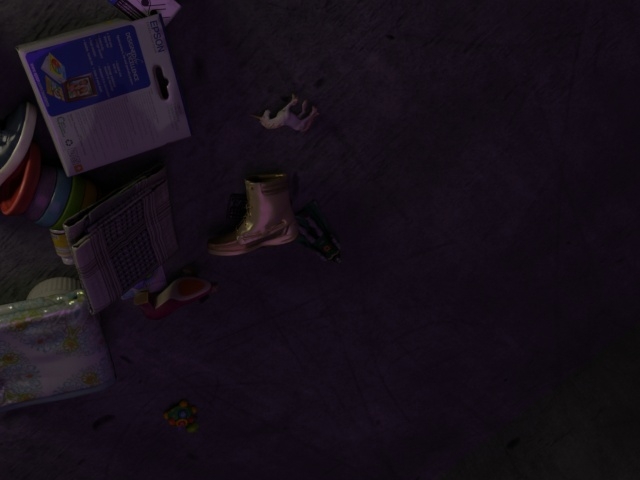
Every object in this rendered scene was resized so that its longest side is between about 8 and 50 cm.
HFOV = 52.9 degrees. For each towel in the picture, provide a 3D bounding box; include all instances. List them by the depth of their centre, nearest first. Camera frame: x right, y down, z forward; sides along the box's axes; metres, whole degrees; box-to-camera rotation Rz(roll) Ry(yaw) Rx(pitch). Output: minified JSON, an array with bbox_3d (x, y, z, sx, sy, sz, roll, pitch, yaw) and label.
[{"bbox_3d":[-0.482,0.000,1.621,0.312,0.056,0.324,-41,150,-35],"label":"towel"},{"bbox_3d":[-0.763,0.302,1.706,0.375,0.090,0.320,-12,128,-12],"label":"towel"}]

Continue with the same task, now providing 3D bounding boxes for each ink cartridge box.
[{"bbox_3d":[-0.414,-0.545,1.396,0.097,0.046,0.207,-46,126,13],"label":"ink cartridge box"},{"bbox_3d":[-0.474,-0.330,1.452,0.307,0.072,0.303,-24,128,-21],"label":"ink cartridge box"}]

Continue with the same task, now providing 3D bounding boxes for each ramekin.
[{"bbox_3d":[-0.714,0.196,1.773,0.207,0.109,0.207,-10,127,-13],"label":"ramekin"}]

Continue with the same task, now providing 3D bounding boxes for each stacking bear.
[{"bbox_3d":[-0.606,-0.095,1.580,0.289,0.164,0.175,21,132,-40],"label":"stacking bear"}]

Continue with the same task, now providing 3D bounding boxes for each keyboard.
[{"bbox_3d":[-0.175,-0.076,1.828,0.180,0.023,0.108,4,122,-21],"label":"keyboard"}]

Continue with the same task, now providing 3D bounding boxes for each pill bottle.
[{"bbox_3d":[-0.664,0.004,1.683,0.065,0.065,0.116,-10,127,-13],"label":"pill bottle"}]

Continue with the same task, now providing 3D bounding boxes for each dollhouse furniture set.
[{"bbox_3d":[-0.374,0.120,1.904,0.081,0.091,0.114,-8,111,37],"label":"dollhouse furniture set"}]

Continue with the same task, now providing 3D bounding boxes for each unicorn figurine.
[{"bbox_3d":[-0.082,-0.323,1.662,0.162,0.060,0.111,24,113,-31],"label":"unicorn figurine"}]

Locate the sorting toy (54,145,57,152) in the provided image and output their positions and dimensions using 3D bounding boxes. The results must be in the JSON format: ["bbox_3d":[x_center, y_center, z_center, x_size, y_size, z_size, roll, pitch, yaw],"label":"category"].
[{"bbox_3d":[-0.551,-0.316,1.509,0.132,0.046,0.274,3,122,-22],"label":"sorting toy"}]

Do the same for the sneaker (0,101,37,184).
[{"bbox_3d":[-0.785,-0.193,1.458,0.148,0.131,0.350,31,110,-38],"label":"sneaker"}]

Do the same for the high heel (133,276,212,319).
[{"bbox_3d":[-0.407,0.176,1.858,0.244,0.082,0.117,-19,143,10],"label":"high heel"}]

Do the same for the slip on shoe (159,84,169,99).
[{"bbox_3d":[-0.380,-0.344,1.553,0.051,0.041,0.135,-40,127,10],"label":"slip on shoe"}]

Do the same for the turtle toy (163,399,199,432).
[{"bbox_3d":[-0.462,0.605,2.177,0.095,0.066,0.130,-36,128,7],"label":"turtle toy"}]

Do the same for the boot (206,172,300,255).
[{"bbox_3d":[-0.198,-0.072,1.755,0.262,0.095,0.203,-12,117,-6],"label":"boot"}]

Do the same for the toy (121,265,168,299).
[{"bbox_3d":[-0.515,0.077,1.793,0.137,0.056,0.237,-13,127,-10],"label":"toy"}]

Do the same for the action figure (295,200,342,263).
[{"bbox_3d":[0.000,0.000,1.923,0.137,0.063,0.232,-40,131,6],"label":"action figure"}]
